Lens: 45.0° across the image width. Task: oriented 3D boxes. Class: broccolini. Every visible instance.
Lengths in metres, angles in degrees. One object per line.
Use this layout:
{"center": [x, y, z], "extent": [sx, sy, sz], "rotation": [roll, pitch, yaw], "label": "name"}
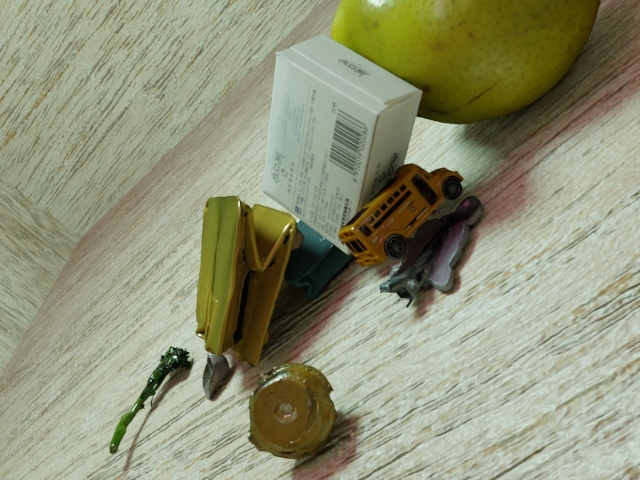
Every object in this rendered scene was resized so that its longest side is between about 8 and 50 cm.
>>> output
{"center": [-0.338, 0.314, 1.554], "extent": [0.123, 0.062, 0.271], "rotation": [-49, 9, 45], "label": "broccolini"}

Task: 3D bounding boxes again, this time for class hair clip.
{"center": [0.152, 0.025, 1.120], "extent": [0.146, 0.056, 0.187], "rotation": [-19, 26, 54], "label": "hair clip"}

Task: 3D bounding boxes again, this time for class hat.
{"center": [-0.190, 0.249, 1.418], "extent": [0.058, 0.042, 0.087], "rotation": [-174, 89, -69], "label": "hat"}

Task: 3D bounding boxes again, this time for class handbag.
{"center": [-0.156, 0.065, 1.437], "extent": [0.401, 0.133, 0.283], "rotation": [-165, 90, -73], "label": "handbag"}
{"center": [0.000, 0.000, 1.431], "extent": [0.179, 0.062, 0.229], "rotation": [-46, 21, 6], "label": "handbag"}

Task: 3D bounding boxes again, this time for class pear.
{"center": [0.227, -0.358, 1.214], "extent": [0.418, 0.362, 0.362], "rotation": [-23, 32, 35], "label": "pear"}

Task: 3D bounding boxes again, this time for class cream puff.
{"center": [-0.035, 0.230, 1.033], "extent": [0.104, 0.119, 0.133], "rotation": [-5, -62, -67], "label": "cream puff"}

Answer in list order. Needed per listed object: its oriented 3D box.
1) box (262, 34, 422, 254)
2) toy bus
{"center": [0.024, -0.148, 1.210], "extent": [0.116, 0.203, 0.274], "rotation": [-33, -34, -37], "label": "box"}
{"center": [0.120, -0.048, 1.145], "extent": [0.194, 0.088, 0.083], "rotation": [-45, 9, -19], "label": "toy bus"}
